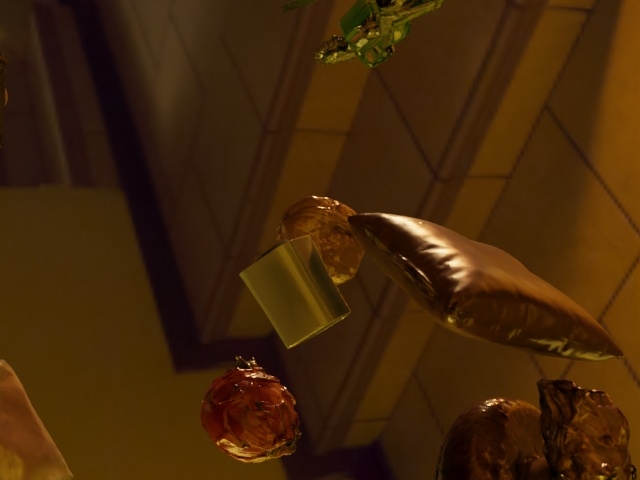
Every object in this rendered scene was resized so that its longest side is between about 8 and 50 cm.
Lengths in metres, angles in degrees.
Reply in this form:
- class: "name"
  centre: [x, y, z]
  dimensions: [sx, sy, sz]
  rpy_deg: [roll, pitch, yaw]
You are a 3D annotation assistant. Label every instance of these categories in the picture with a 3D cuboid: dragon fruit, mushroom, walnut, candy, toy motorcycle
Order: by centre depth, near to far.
- class: "toy motorcycle"
  centre: [0.077, -0.277, 1.397]
  dimensions: [0.190, 0.106, 0.074]
  rpy_deg: [-38, 61, 41]
- class: "mushroom"
  centre: [0.307, 0.345, 1.483]
  dimensions: [0.356, 0.334, 0.331]
  rpy_deg: [-46, 29, 15]
- class: "candy"
  centre: [-0.548, 0.348, 1.578]
  dimensions: [0.359, 0.145, 0.208]
  rpy_deg: [-32, 89, 23]
- class: "walnut"
  centre: [0.000, 0.000, 1.887]
  dimensions: [0.149, 0.167, 0.166]
  rpy_deg: [-33, 58, 39]
- class: "dragon fruit"
  centre: [-0.130, 0.316, 1.993]
  dimensions: [0.209, 0.172, 0.172]
  rpy_deg: [51, 137, 41]

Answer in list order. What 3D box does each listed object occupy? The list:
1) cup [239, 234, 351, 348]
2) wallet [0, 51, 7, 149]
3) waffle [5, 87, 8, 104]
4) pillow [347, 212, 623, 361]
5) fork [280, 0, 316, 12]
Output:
- class: "cup"
  centre: [-0.027, 0.064, 1.477]
  dimensions: [0.095, 0.128, 0.129]
  rpy_deg: [-33, 83, 25]
- class: "wallet"
  centre: [-0.367, -0.117, 0.928]
  dimensions: [0.377, 0.197, 0.051]
  rpy_deg: [125, 133, -63]
- class: "waffle"
  centre: [-0.528, -0.255, 1.198]
  dimensions: [0.095, 0.382, 0.379]
  rpy_deg: [-52, 46, 25]
- class: "pillow"
  centre: [0.220, 0.065, 1.515]
  dimensions: [0.108, 0.305, 0.308]
  rpy_deg: [-65, 32, 13]
- class: "fork"
  centre: [0.061, -0.316, 1.322]
  dimensions: [0.021, 0.235, 0.039]
  rpy_deg: [-44, -64, -76]
